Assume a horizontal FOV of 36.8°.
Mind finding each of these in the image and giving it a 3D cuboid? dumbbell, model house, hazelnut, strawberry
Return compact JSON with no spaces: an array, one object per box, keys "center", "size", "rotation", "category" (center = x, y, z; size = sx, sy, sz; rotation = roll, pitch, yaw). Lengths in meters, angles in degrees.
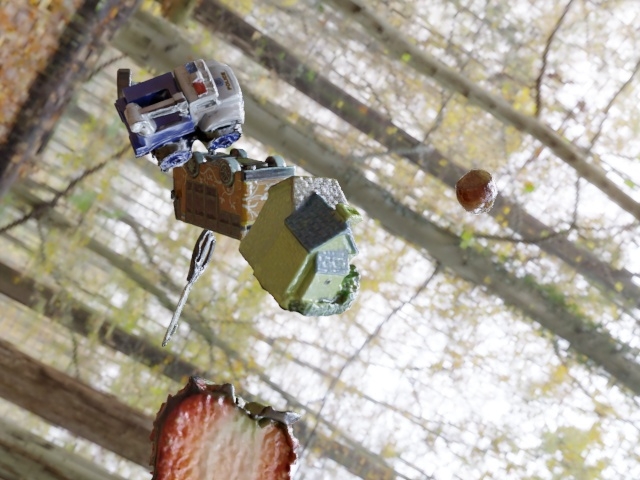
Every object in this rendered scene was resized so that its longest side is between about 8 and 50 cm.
[{"center":[-0.433,-0.399,2.511],"size":[0.100,0.191,0.100],"rotation":[178,-90,-80],"category":"dumbbell"},{"center":[0.000,0.000,1.649],"size":[0.214,0.195,0.189],"rotation":[51,-53,46],"category":"model house"},{"center":[0.286,-0.088,1.747],"size":[0.086,0.086,0.086],"rotation":[-51,-162,24],"category":"hazelnut"},{"center":[-0.177,0.373,1.489],"size":[0.306,0.233,0.138],"rotation":[-69,-163,-9],"category":"strawberry"}]

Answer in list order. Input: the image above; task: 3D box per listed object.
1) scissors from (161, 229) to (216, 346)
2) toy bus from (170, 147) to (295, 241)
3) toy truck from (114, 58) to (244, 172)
[{"center":[-0.312,0.113,2.268],"size":[0.109,0.022,0.300],"rotation":[74,33,-67],"category":"scissors"},{"center":[-0.181,-0.096,1.935],"size":[0.275,0.138,0.167],"rotation":[18,-69,49],"category":"toy bus"},{"center":[-0.238,-0.234,1.646],"size":[0.213,0.161,0.177],"rotation":[-23,168,-10],"category":"toy truck"}]
